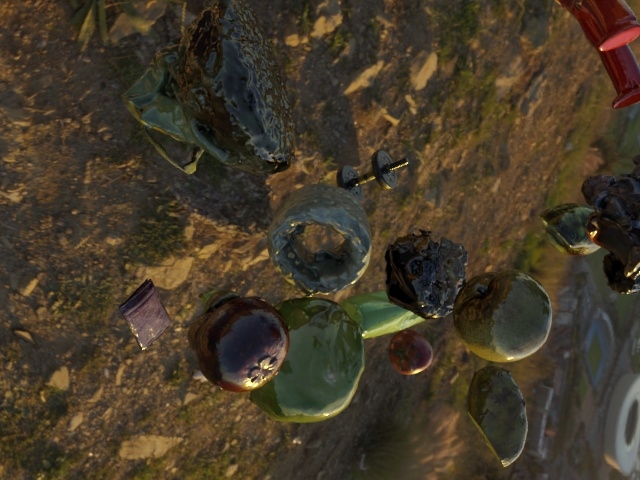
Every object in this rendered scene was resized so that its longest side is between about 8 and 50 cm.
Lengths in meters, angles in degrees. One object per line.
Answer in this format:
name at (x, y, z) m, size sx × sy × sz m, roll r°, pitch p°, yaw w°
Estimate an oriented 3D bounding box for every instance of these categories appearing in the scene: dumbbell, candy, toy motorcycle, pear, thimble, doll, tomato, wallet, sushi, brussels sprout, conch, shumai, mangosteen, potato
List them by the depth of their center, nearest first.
doll at (0.405, -0.387, 0.768) m, size 0.188 × 0.099 × 0.384 m, roll 39°, pitch 42°, yaw -44°
mangosteen at (-0.138, 0.155, 0.785) m, size 0.155 × 0.181 × 0.146 m, roll 14°, pitch 88°, yaw -53°
toy motorcycle at (0.540, -0.078, 0.790) m, size 0.134 × 0.207 × 0.401 m, roll -15°, pitch 152°, yaw -12°
pear at (0.306, 0.125, 0.857) m, size 0.136 × 0.167 × 0.167 m, roll 42°, pitch 65°, yaw -17°
shumai at (-0.259, -0.320, 1.121) m, size 0.395 × 0.347 × 0.396 m, roll -11°, pitch 90°, yaw -79°
sushi at (0.242, 0.082, 1.231) m, size 0.213 × 0.204 × 0.200 m, roll 32°, pitch 77°, yaw -37°
brussels sprout at (-0.049, 0.297, 1.256) m, size 0.328 × 0.328 × 0.247 m, roll -37°, pitch 162°, yaw -36°
wallet at (-0.441, 0.189, 1.268) m, size 0.111 × 0.030 × 0.166 m, roll -56°, pitch 148°, yaw -41°
conch at (0.658, -0.039, 1.316) m, size 0.187 × 0.181 × 0.124 m, roll 38°, pitch 94°, yaw -8°
thimble at (0.000, 0.000, 1.414) m, size 0.195 × 0.291 × 0.292 m, roll -80°, pitch 152°, yaw -60°
potato at (0.546, 0.540, 1.549) m, size 0.141 × 0.175 × 0.299 m, roll 49°, pitch 34°, yaw -72°
candy at (0.198, 0.229, 1.559) m, size 0.343 × 0.131 × 0.142 m, roll -6°, pitch 97°, yaw -38°
dumbbell at (0.164, -0.223, 1.762) m, size 0.143 × 0.325 × 0.143 m, roll 31°, pitch 49°, yaw -45°
tomato at (0.336, 0.415, 1.869) m, size 0.167 × 0.167 × 0.168 m, roll -8°, pitch 101°, yaw -44°
